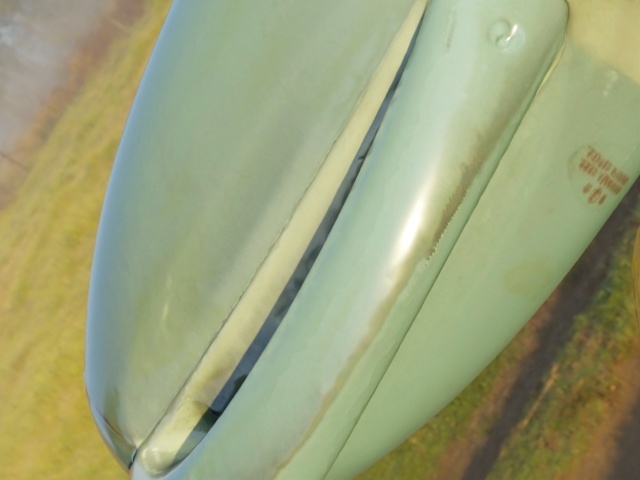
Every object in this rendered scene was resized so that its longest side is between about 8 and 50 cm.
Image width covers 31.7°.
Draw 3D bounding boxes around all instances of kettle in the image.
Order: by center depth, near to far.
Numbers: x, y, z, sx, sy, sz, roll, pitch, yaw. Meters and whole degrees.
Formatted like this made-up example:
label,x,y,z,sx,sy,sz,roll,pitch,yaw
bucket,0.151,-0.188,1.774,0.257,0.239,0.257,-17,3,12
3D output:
label,x,y,z,sx,sy,sz,roll,pitch,yaw
kettle,0.000,0.000,0.548,0.342,0.247,0.319,-60,6,10

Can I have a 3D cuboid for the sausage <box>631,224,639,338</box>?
label,x,y,z,sx,sy,sz,roll,pitch,yaw
sausage,0.293,0.097,0.597,0.233,0.233,0.287,-48,21,37
